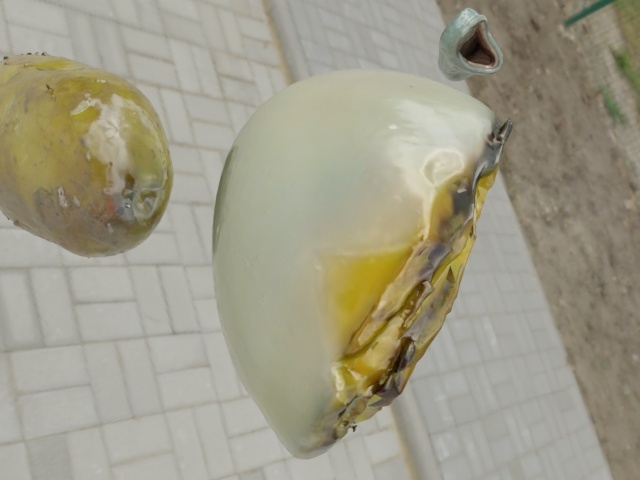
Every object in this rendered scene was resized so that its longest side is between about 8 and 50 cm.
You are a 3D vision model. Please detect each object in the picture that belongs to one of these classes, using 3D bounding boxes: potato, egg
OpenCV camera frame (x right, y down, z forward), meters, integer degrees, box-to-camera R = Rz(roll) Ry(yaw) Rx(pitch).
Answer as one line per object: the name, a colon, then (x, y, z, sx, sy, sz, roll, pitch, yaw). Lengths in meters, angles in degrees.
potato: (-0.266, -0.088, 0.926, 0.229, 0.266, 0.229, -11, 113, -28)
egg: (-0.001, 0.001, 0.579, 0.174, 0.264, 0.286, 26, 57, 0)

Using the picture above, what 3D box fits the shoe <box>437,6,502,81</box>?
shoe: (0.216, -0.259, 1.163, 0.078, 0.079, 0.195, 50, 4, 17)
